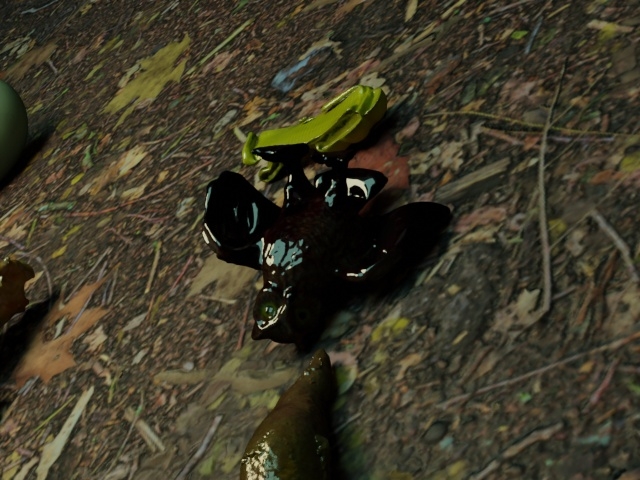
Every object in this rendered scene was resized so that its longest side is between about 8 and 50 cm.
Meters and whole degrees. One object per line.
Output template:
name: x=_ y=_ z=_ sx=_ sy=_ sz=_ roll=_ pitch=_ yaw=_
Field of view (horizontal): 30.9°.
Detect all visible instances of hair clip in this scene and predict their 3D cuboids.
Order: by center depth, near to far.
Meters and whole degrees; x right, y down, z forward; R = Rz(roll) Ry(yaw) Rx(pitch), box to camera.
hair clip: x=-0.003 y=-0.108 z=1.173 sx=0.173 sy=0.046 sz=0.072 roll=-22 pitch=36 yaw=33

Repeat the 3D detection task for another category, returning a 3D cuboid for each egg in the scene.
egg: x=-0.552 y=-0.151 z=1.783 sx=0.231 sy=0.168 sz=0.168 roll=-53 pitch=30 yaw=-12

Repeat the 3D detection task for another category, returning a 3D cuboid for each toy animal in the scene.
toy animal: x=-0.002 y=0.007 z=0.987 sx=0.218 sy=0.116 sz=0.179 roll=8 pitch=79 yaw=21

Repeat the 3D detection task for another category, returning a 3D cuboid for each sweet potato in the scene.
sweet potato: x=-0.021 y=0.143 z=0.814 sx=0.068 sy=0.068 sz=0.226 roll=-27 pitch=30 yaw=24

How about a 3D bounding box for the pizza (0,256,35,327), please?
pizza: x=-0.485 y=0.147 z=1.254 sx=0.406 sy=0.130 sz=0.440 roll=-30 pitch=-3 yaw=-13
